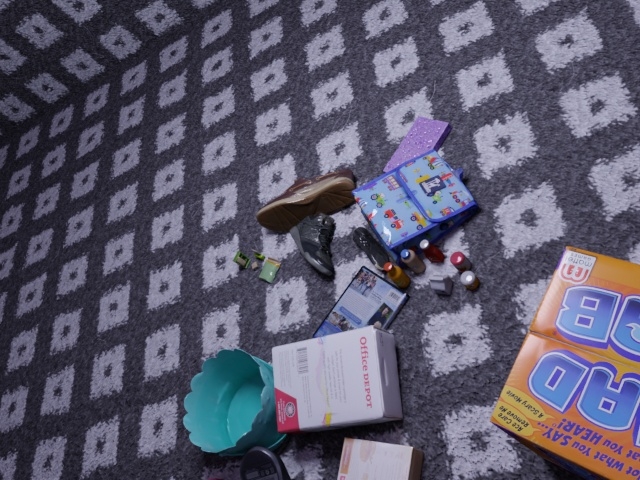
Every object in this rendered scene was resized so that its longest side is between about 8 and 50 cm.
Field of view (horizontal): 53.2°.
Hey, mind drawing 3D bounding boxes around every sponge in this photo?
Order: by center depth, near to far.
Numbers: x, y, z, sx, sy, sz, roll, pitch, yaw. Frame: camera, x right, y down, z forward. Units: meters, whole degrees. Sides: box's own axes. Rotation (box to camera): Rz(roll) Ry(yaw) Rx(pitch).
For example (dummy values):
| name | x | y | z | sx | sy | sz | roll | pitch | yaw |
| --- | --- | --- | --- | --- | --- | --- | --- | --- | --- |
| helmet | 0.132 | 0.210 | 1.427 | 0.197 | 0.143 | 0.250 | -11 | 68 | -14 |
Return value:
| name | x | y | z | sx | sy | sz | roll | pitch | yaw |
| --- | --- | --- | --- | --- | --- | --- | --- | --- | --- |
| sponge | 0.289 | -0.272 | 1.905 | 0.117 | 0.031 | 0.210 | 27 | 82 | 41 |

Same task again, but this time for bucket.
| name | x | y | z | sx | sy | sz | roll | pitch | yaw |
| --- | --- | --- | --- | --- | --- | --- | --- | --- | --- |
| bucket | -0.212 | 0.451 | 1.736 | 0.281 | 0.183 | 0.281 | -16 | 57 | 27 |

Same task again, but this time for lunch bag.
| name | x | y | z | sx | sy | sz | roll | pitch | yaw |
| --- | --- | --- | --- | --- | --- | --- | --- | --- | --- |
| lunch bag | 0.274 | -0.104 | 1.766 | 0.293 | 0.138 | 0.221 | -32 | 58 | 1 |

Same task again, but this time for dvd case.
| name | x | y | z | sx | sy | sz | roll | pitch | yaw |
| --- | --- | --- | --- | --- | --- | --- | --- | --- | --- |
| dvd case | 0.107 | 0.210 | 1.760 | 0.180 | 0.022 | 0.253 | 33 | 86 | 42 |

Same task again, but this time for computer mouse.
| name | x | y | z | sx | sy | sz | roll | pitch | yaw |
| --- | --- | --- | --- | --- | --- | --- | --- | --- | --- |
| computer mouse | -0.125 | 0.655 | 1.615 | 0.188 | 0.072 | 0.273 | -19 | 78 | 20 |

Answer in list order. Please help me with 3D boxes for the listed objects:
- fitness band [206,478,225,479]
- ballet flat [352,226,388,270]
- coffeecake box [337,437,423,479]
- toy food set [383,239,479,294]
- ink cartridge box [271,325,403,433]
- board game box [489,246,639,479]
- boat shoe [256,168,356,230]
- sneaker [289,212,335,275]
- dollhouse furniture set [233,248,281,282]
| name | x | y | z | sx | sy | sz | roll | pitch | yaw |
| --- | --- | --- | --- | --- | --- | --- | --- | --- | --- |
| fitness band | -0.282 | 0.767 | 1.650 | 0.209 | 0.054 | 0.291 | -43 | 44 | 31 |
| ballet flat | 0.146 | 0.027 | 1.832 | 0.173 | 0.057 | 0.049 | 59 | 143 | 41 |
| coffeecake box | 0.138 | 0.554 | 1.509 | 0.185 | 0.068 | 0.143 | -3 | 63 | 33 |
| toy food set | 0.289 | 0.067 | 1.660 | 0.232 | 0.104 | 0.111 | 3 | 66 | 36 |
| ink cartridge box | 0.039 | 0.362 | 1.629 | 0.306 | 0.131 | 0.226 | -15 | 67 | 25 |
| board game box | 0.589 | 0.279 | 1.160 | 0.356 | 0.356 | 0.357 | 19 | 76 | 41 |
| boat shoe | -0.045 | -0.136 | 2.013 | 0.341 | 0.123 | 0.123 | -23 | 40 | 22 |
| sneaker | 0.000 | 0.000 | 1.912 | 0.130 | 0.087 | 0.228 | -45 | 42 | 13 |
| dollhouse furniture set | -0.203 | 0.074 | 2.029 | 0.151 | 0.058 | 0.076 | 17 | 75 | 40 |
